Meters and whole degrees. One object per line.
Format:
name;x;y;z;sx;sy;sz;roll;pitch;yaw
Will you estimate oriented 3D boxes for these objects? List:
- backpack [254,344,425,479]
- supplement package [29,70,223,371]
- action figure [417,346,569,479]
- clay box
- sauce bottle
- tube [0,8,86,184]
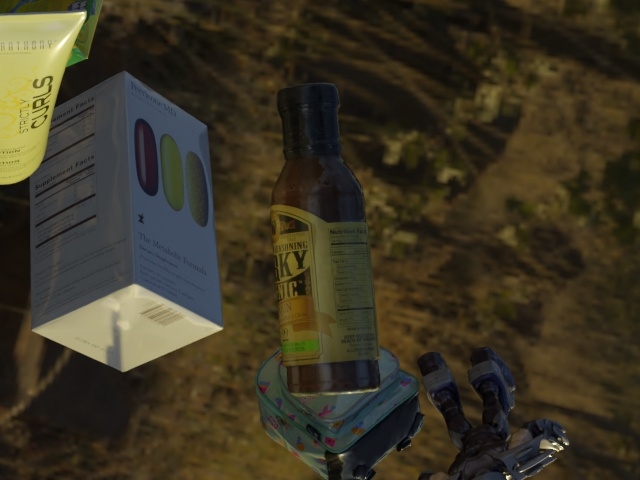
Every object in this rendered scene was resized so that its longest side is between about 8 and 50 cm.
backpack;0.012;0.191;1.885;0.166;0.188;0.144;-39;134;-26
supplement package;-0.196;-0.019;1.513;0.139;0.134;0.244;32;42;-48
action figure;0.188;0.229;1.752;0.285;0.185;0.099;-94;163;-61
clay box;-0.342;-0.247;1.813;0.053;0.222;0.127;51;34;-39
sauce bottle;0.000;0.000;1.692;0.111;0.111;0.344;8;75;-66
tube;-0.201;-0.096;0.959;0.070;0.062;0.240;-47;179;-19
